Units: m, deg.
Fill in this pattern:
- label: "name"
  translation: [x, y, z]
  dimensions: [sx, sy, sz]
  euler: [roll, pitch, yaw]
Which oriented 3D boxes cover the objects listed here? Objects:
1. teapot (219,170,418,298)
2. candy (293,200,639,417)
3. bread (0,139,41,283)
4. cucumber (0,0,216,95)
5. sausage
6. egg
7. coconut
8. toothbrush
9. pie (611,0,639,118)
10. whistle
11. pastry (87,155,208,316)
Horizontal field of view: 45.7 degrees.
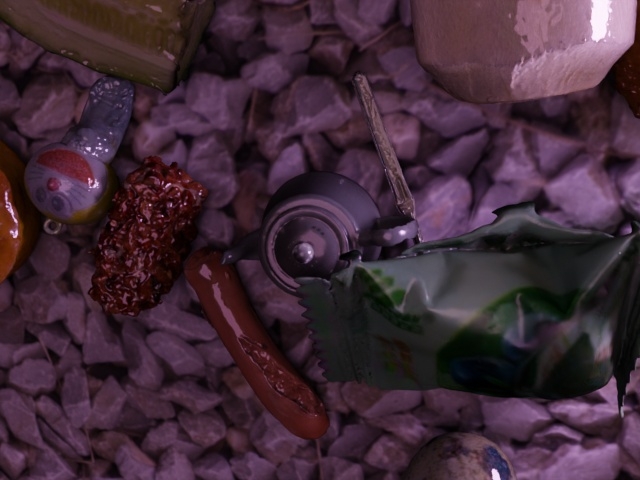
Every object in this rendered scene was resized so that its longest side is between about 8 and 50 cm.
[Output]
- label: "teapot"
  translation: [0.000, 0.000, 0.928]
  dimensions: [0.239, 0.149, 0.163]
  euler: [-6, 98, 11]
- label: "candy"
  translation: [0.176, 0.102, 0.901]
  dimensions: [0.397, 0.172, 0.263]
  euler: [-6, 131, 8]
- label: "bread"
  translation: [-0.500, -0.032, 1.009]
  dimensions: [0.268, 0.146, 0.269]
  euler: [3, 103, 12]
- label: "cucumber"
  translation: [-0.294, -0.306, 0.947]
  dimensions: [0.325, 0.105, 0.145]
  euler: [20, 130, 5]
- label: "sausage"
  translation: [-0.085, 0.142, 1.007]
  dimensions: [0.078, 0.078, 0.304]
  euler: [-31, 94, 13]
- label: "egg"
  translation: [0.171, 0.325, 0.967]
  dimensions: [0.141, 0.141, 0.182]
  euler: [30, 123, 3]
- label: "coconut"
  translation: [0.211, -0.280, 0.799]
  dimensions: [0.237, 0.237, 0.266]
  euler: [-4, 98, 10]
- label: "toothbrush"
  translation: [0.097, -0.075, 0.963]
  dimensions: [0.026, 0.028, 0.294]
  euler: [-20, 92, 11]
- label: "pie"
  translation: [0.458, -0.245, 0.822]
  dimensions: [0.308, 0.085, 0.308]
  euler: [6, 119, 11]
- label: "whistle"
  translation: [-0.307, -0.111, 0.981]
  dimensions: [0.122, 0.123, 0.223]
  euler: [24, 89, 4]
- label: "pastry"
  translation: [-0.227, -0.002, 0.990]
  dimensions: [0.115, 0.097, 0.209]
  euler: [22, 101, 6]
